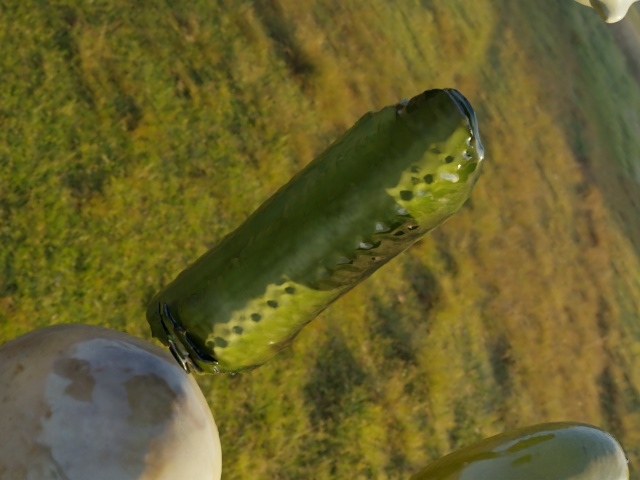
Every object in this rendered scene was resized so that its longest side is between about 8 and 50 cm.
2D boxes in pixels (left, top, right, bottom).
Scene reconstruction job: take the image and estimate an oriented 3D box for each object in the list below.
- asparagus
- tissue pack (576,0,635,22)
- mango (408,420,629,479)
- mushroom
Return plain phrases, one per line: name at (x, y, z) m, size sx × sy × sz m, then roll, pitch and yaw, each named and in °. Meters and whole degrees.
asparagus at (0.000, 0.000, 0.778) m, size 0.128 × 0.382 × 0.108 m, roll 8°, pitch 52°, yaw -46°
tissue pack at (0.269, -0.359, 0.837) m, size 0.333 × 0.229 × 0.236 m, roll 35°, pitch 39°, yaw -64°
mango at (0.148, 0.186, 0.706) m, size 0.191 × 0.122 × 0.085 m, roll -6°, pitch 69°, yaw -33°
mushroom at (-0.239, 0.240, 0.977) m, size 0.290 × 0.297 × 0.297 m, roll 61°, pitch 10°, yaw -64°
